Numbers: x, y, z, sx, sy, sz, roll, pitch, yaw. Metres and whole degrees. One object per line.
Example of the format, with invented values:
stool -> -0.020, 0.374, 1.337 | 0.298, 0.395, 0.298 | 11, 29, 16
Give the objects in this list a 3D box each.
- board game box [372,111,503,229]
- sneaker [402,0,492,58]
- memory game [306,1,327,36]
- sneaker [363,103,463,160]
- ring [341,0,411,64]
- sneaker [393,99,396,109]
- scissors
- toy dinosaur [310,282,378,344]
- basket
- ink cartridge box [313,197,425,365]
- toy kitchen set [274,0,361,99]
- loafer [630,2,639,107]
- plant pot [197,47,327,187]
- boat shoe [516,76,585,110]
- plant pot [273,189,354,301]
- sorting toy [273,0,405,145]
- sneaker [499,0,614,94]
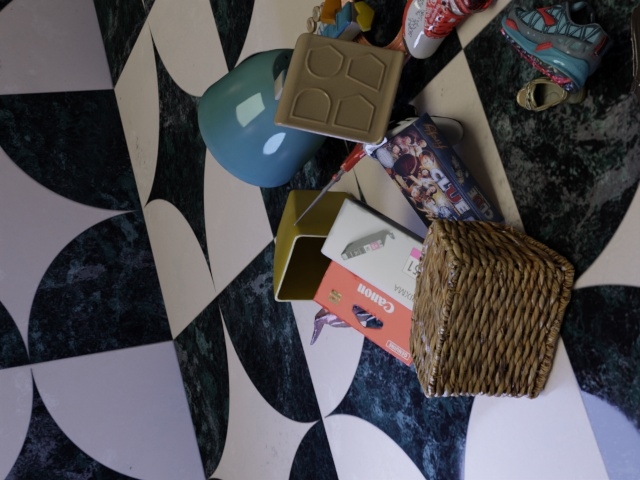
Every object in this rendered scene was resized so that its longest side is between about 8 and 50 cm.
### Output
board game box -> 0.218, -0.106, 1.929 | 0.243, 0.042, 0.165 | 54, 150, -2
sneaker -> 0.235, -0.427, 1.872 | 0.145, 0.090, 0.270 | 57, 141, 43
memory game -> 0.009, -0.461, 2.382 | 0.186, 0.012, 0.186 | 23, 117, 59
sneaker -> 0.192, -0.232, 2.021 | 0.217, 0.121, 0.079 | -8, 129, 35
ring -> 0.132, -0.510, 2.114 | 0.336, 0.032, 0.337 | 22, 115, 59
sneaker -> 0.083, -0.323, 2.199 | 0.228, 0.086, 0.132 | -12, 83, 64
scissors -> 0.047, -0.147, 2.169 | 0.021, 0.297, 0.109 | 43, 168, -16
toy dinosaur -> 0.075, 0.140, 2.190 | 0.127, 0.295, 0.200 | 60, -165, -9
basket -> 0.295, 0.116, 1.839 | 0.213, 0.223, 0.299 | -105, 18, -60
ink cartridge box -> 0.114, 0.081, 2.039 | 0.275, 0.060, 0.239 | 32, 104, 30
toy kitchen set -> -0.003, -0.393, 2.134 | 0.122, 0.166, 0.207 | -36, 50, 57
loafer -> 0.475, -0.239, 1.470 | 0.078, 0.080, 0.220 | -4, 93, 62
plant pot -> -0.099, -0.303, 2.352 | 0.235, 0.293, 0.293 | -35, 66, 47
boat shoe -> 0.372, -0.243, 1.700 | 0.153, 0.048, 0.056 | 13, 108, 61
plant pot -> 0.000, 0.000, 2.326 | 0.187, 0.212, 0.212 | -108, 27, -42
sorting toy -> 0.051, -0.344, 2.054 | 0.041, 0.229, 0.307 | 71, -148, -69
sneaker -> 0.385, -0.326, 1.635 | 0.125, 0.104, 0.262 | -45, 32, 12
